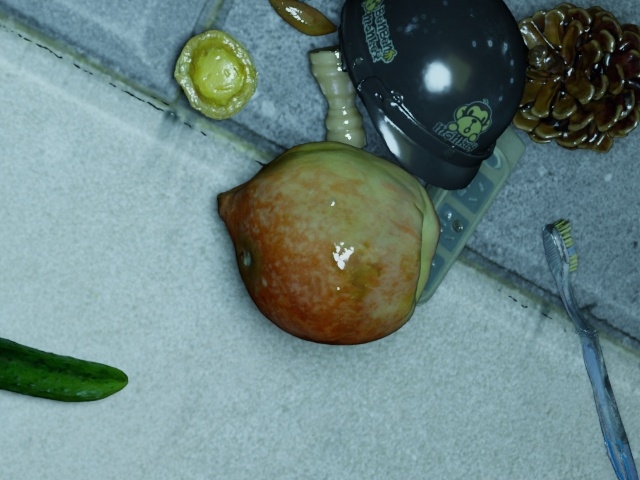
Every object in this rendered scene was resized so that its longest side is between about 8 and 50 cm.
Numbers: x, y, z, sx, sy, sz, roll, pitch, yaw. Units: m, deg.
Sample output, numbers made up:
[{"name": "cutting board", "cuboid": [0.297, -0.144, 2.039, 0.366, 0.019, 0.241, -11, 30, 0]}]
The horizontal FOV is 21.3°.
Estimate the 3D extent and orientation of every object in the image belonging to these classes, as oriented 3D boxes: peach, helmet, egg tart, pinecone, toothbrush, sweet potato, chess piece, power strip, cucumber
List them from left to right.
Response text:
[{"name": "cucumber", "cuboid": [-0.324, 0.138, 1.851, 0.250, 0.056, 0.056, 17, 85, -29]}, {"name": "egg tart", "cuboid": [-0.122, -0.189, 1.946, 0.105, 0.039, 0.105, -2, 94, -28]}, {"name": "sweet potato", "cuboid": [-0.023, -0.262, 2.000, 0.095, 0.034, 0.034, 24, 82, -17]}, {"name": "peach", "cuboid": [0.000, 0.000, 1.927, 0.256, 0.232, 0.232, 13, 86, 10]}, {"name": "chess piece", "cuboid": [0.025, -0.168, 2.013, 0.066, 0.066, 0.122, -13, 102, -27]}, {"name": "power strip", "cuboid": [0.157, -0.037, 2.102, 0.080, 0.048, 0.286, 39, 77, -23]}, {"name": "helmet", "cuboid": [0.149, -0.208, 1.962, 0.230, 0.160, 0.279, 26, 40, -40]}, {"name": "pinecone", "cuboid": [0.306, -0.201, 2.102, 0.212, 0.168, 0.186, -4, 76, -44]}, {"name": "toothbrush", "cuboid": [0.360, 0.168, 2.227, 0.042, 0.035, 0.414, -24, 104, -28]}]

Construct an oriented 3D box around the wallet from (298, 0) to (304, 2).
[{"name": "wallet", "cuboid": [0.015, -0.470, 1.929, 0.237, 0.075, 0.342, -36, 121, -28]}]
